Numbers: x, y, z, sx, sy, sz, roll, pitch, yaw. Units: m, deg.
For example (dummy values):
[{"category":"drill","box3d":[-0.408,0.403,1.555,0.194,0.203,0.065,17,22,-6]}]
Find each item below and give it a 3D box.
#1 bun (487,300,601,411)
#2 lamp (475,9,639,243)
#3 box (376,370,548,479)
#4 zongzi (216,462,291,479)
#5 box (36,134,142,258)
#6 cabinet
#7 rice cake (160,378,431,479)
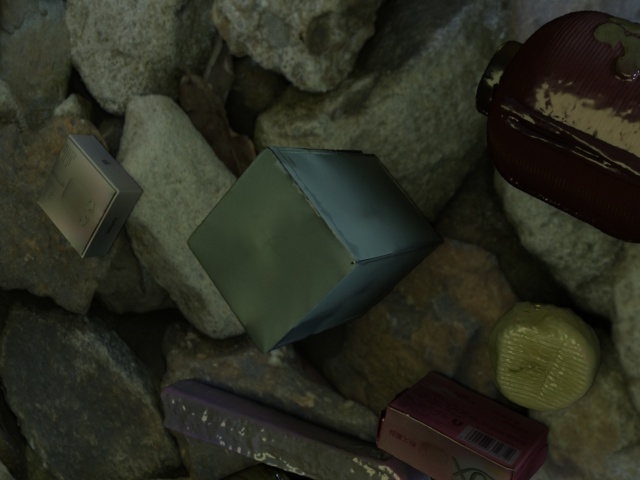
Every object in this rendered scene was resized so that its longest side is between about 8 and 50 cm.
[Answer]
[{"category":"bun","box3d":[0.223,0.113,0.737,0.115,0.069,0.115,9,117,18]},{"category":"lamp","box3d":[0.249,-0.098,0.634,0.258,0.180,0.180,31,110,24]},{"category":"box","box3d":[0.148,0.205,0.768,0.156,0.111,0.060,25,115,29]},{"category":"zongzi","box3d":[-0.099,0.459,0.940,0.274,0.145,0.300,-36,87,35]},{"category":"box","box3d":[-0.344,-0.065,1.080,0.129,0.051,0.130,45,117,19]},{"category":"cabinet","box3d":[0.000,0.000,0.781,0.145,0.206,0.150,-46,71,27]},{"category":"rice cake","box3d":[-0.051,0.247,0.920,0.399,0.070,0.064,10,96,30]}]
